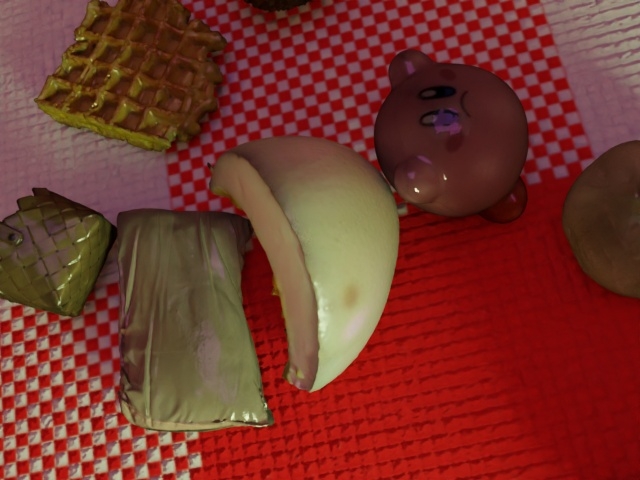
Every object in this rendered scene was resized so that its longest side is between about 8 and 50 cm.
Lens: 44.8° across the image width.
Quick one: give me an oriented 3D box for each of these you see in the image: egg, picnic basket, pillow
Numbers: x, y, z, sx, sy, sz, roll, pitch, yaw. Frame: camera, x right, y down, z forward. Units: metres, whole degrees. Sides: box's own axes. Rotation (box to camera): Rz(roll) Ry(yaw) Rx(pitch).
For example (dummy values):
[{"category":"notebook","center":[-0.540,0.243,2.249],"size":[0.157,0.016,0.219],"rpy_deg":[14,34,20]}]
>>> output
[{"category":"egg","center":[0.007,-0.003,0.817],"size":[0.162,0.206,0.271],"rpy_deg":[-19,70,-24]},{"category":"picnic basket","center":[-0.346,0.004,0.908],"size":[0.179,0.128,0.137],"rpy_deg":[22,79,2]},{"category":"pillow","center":[-0.147,0.082,0.876],"size":[0.173,0.067,0.270],"rpy_deg":[-7,70,4]}]

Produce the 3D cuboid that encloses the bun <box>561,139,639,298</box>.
[{"category":"bun","center":[0.343,-0.028,0.794],"size":[0.173,0.113,0.166],"rpy_deg":[-31,68,2]}]

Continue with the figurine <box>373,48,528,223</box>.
[{"category":"figurine","center":[0.138,-0.110,0.834],"size":[0.173,0.173,0.173],"rpy_deg":[-3,70,10]}]

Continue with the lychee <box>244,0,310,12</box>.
[{"category":"lychee","center":[-0.055,-0.367,0.961],"size":[0.197,0.165,0.165],"rpy_deg":[31,78,42]}]

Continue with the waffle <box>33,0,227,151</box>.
[{"category":"waffle","center":[-0.224,-0.232,1.006],"size":[0.229,0.057,0.219],"rpy_deg":[17,75,15]}]
